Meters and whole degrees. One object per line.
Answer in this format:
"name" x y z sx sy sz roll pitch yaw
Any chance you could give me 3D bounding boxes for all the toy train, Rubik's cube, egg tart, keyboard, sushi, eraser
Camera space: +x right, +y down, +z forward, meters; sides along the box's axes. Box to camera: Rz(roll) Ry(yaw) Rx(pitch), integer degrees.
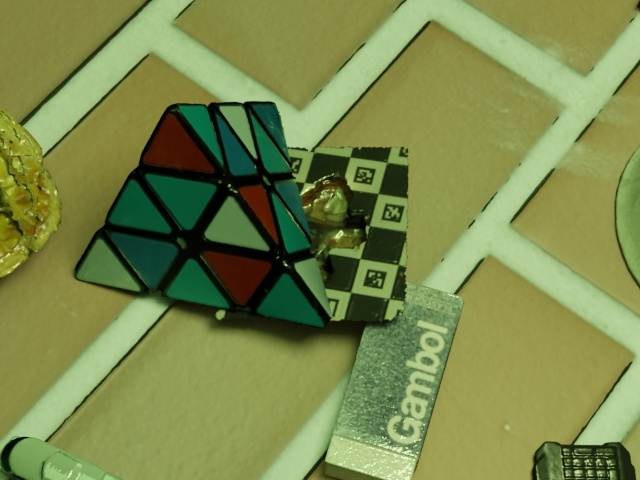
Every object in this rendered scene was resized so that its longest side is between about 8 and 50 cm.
"toy train" -0.213 0.241 1.472 0.207 0.047 0.043 25 62 7
"Rubik's cube" -0.166 -0.023 1.538 0.234 0.250 0.284 -25 61 18
"egg tart" -0.389 -0.041 1.584 0.252 0.098 0.232 31 58 7
"keyboard" 0.261 0.317 1.483 0.106 0.016 0.262 1 62 -4
"sushi" 0.000 0.000 1.608 0.193 0.040 0.210 1 59 9
"eraser" 0.073 0.143 1.544 0.092 0.046 0.212 16 63 5

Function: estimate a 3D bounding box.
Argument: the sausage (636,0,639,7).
"sausage" 0.431 -0.245 1.774 0.145 0.050 0.048 42 26 17

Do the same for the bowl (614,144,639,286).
"bowl" 0.475 -0.046 1.618 0.313 0.146 0.313 1 62 -2
